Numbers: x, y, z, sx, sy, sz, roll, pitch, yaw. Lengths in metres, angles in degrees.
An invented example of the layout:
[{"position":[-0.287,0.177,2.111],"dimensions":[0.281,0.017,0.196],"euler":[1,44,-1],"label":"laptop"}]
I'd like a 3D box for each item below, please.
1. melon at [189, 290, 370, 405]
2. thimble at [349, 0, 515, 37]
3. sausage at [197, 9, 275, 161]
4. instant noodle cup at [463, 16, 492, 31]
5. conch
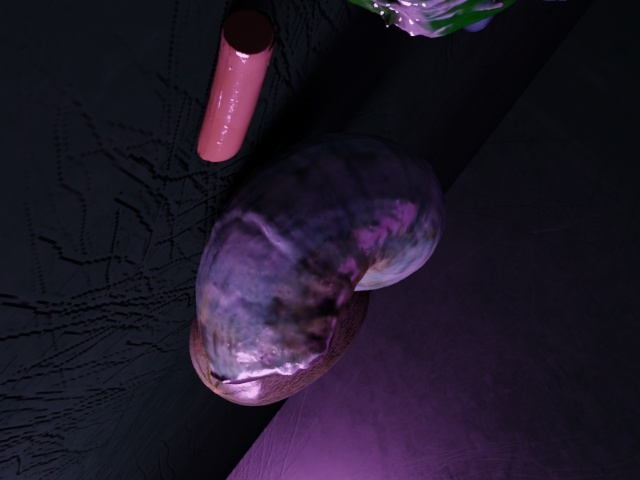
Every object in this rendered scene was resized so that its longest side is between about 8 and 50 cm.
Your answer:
[{"position":[-0.026,0.050,1.017],"dimensions":[0.167,0.114,0.114],"euler":[-47,172,-25],"label":"melon"},{"position":[0.044,-0.144,0.499],"dimensions":[0.090,0.118,0.130],"euler":[48,62,-79],"label":"thimble"},{"position":[-0.044,-0.071,0.663],"dimensions":[0.026,0.026,0.116],"euler":[-49,173,-27],"label":"sausage"},{"position":[0.119,-0.213,0.853],"dimensions":[0.179,0.070,0.157],"euler":[-52,175,-14],"label":"instant noodle cup"},{"position":[-0.003,-0.001,0.903],"dimensions":[0.176,0.122,0.188],"euler":[-47,174,31],"label":"conch"}]
